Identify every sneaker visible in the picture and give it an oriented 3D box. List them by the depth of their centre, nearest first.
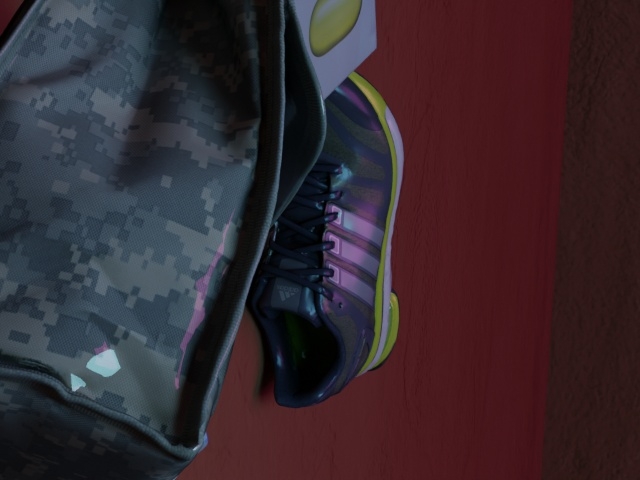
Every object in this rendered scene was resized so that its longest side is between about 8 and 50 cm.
[{"bbox_3d":[0.000,0.000,1.522,0.121,0.111,0.300,-53,142,-53],"label":"sneaker"}]

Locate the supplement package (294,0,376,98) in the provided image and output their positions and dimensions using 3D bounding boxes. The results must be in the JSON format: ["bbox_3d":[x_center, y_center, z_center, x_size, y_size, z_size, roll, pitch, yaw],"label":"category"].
[{"bbox_3d":[-0.066,-0.179,1.184,0.203,0.149,0.194,-50,141,-60],"label":"supplement package"}]

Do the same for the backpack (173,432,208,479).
[{"bbox_3d":[-0.125,0.100,1.153,0.084,0.105,0.114,-50,148,-25],"label":"backpack"}]

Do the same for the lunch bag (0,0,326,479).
[{"bbox_3d":[-0.104,-0.019,0.937,0.235,0.169,0.287,130,-22,-63],"label":"lunch bag"}]
